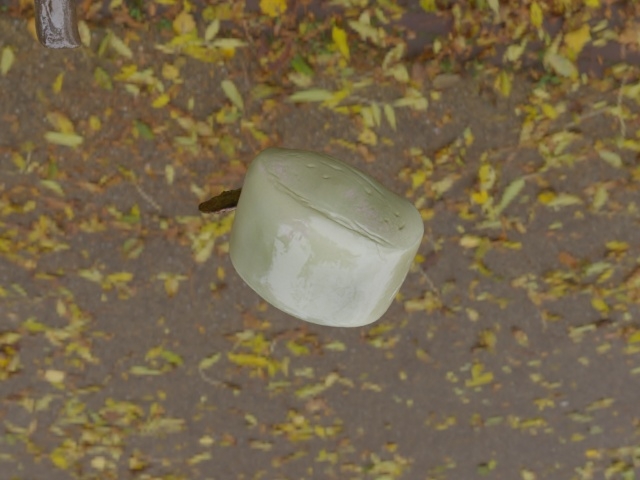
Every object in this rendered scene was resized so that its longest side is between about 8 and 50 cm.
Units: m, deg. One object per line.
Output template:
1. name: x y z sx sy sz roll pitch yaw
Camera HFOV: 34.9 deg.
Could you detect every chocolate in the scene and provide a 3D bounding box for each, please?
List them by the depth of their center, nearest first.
1. chocolate: -0.378 -0.317 1.448 0.065 0.031 0.100 3 119 2

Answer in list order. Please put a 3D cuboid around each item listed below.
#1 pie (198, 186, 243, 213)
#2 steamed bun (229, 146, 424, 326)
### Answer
1. pie: -0.154 -0.067 1.727 0.191 0.088 0.033 -3 111 55
2. steamed bun: 0.000 0.000 1.353 0.250 0.154 0.200 23 130 0
